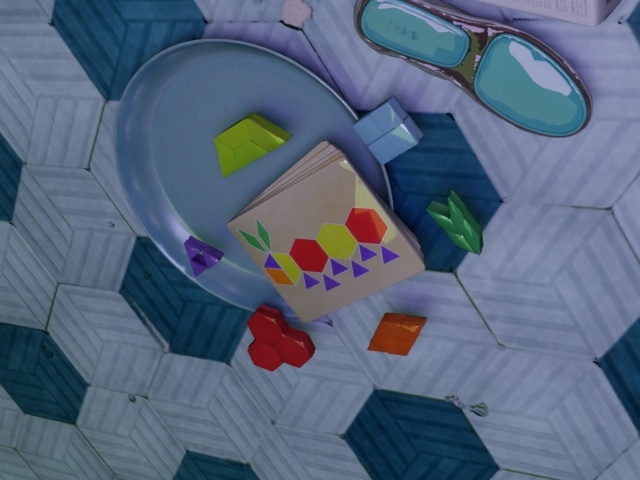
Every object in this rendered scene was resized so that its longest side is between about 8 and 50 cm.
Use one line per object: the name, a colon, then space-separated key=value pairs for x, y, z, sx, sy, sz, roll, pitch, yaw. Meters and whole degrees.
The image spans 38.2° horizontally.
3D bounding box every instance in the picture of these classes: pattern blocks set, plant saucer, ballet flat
pattern blocks set: x=0.000 y=0.000 z=0.910 sx=0.324 sy=0.026 sz=0.285 roll=-18 pitch=112 yaw=36
plant saucer: x=-0.068 y=-0.062 z=0.951 sx=0.317 sy=0.044 sz=0.318 roll=14 pitch=126 yaw=20
ballet flat: x=0.129 y=-0.157 z=0.766 sx=0.213 sy=0.068 sz=0.072 roll=27 pitch=118 yaw=2

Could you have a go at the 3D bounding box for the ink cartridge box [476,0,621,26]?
ink cartridge box: x=0.108 y=-0.269 z=0.686 sx=0.232 sy=0.066 sz=0.189 roll=28 pitch=154 yaw=36
